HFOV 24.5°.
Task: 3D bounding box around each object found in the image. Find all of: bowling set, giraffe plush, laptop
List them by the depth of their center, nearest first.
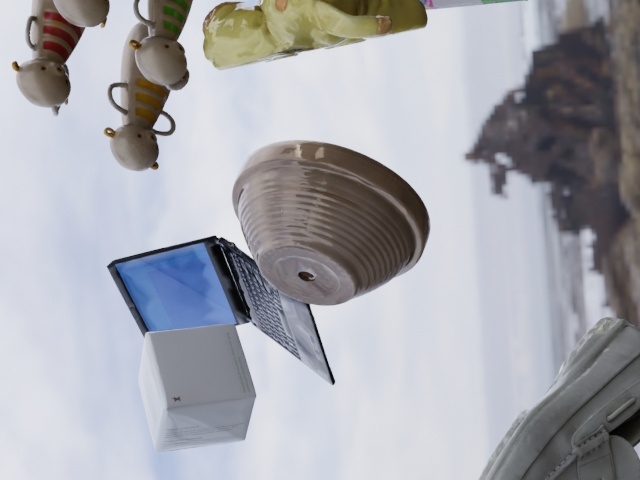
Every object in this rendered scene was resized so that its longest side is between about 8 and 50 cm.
[{"bbox_3d":[-0.023,-0.235,1.178,0.210,0.181,0.170,-40,-61,-77],"label":"giraffe plush"},{"bbox_3d":[-0.177,-0.197,1.231,0.287,0.200,0.154,31,-128,-37],"label":"bowling set"},{"bbox_3d":[-0.132,0.115,2.037,0.136,0.264,0.234,-45,-30,-18],"label":"laptop"}]

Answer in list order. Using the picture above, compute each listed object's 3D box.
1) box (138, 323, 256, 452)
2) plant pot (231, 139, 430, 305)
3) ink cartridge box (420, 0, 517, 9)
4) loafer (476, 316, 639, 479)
[{"bbox_3d":[-0.132,0.155,1.558,0.087,0.102,0.101,105,153,-48],"label":"box"},{"bbox_3d":[0.000,0.000,1.706,0.237,0.237,0.109,74,-150,-53],"label":"plant pot"},{"bbox_3d":[0.097,-0.291,1.530,0.154,0.213,0.093,-93,-4,-72],"label":"ink cartridge box"},{"bbox_3d":[0.216,0.182,1.240,0.319,0.111,0.112,-44,-24,-38],"label":"loafer"}]
